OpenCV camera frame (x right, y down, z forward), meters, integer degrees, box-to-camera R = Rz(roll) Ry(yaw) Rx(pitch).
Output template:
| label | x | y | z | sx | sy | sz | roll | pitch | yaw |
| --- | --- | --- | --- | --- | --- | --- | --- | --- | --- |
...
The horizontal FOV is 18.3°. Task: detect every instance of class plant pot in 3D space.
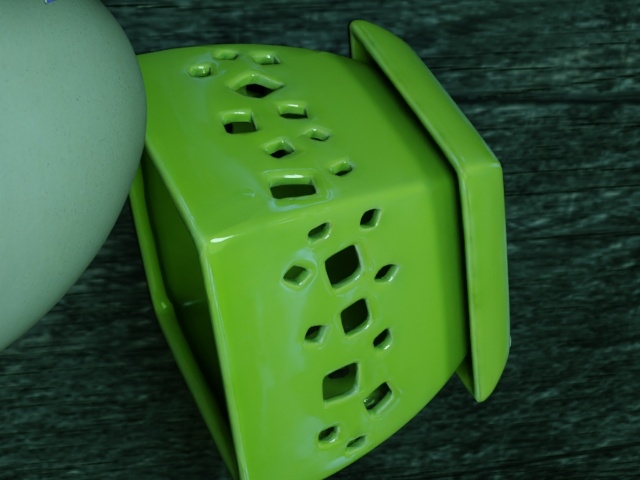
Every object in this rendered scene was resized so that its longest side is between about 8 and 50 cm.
| label | x | y | z | sx | sy | sz | roll | pitch | yaw |
| --- | --- | --- | --- | --- | --- | --- | --- | --- | --- |
| plant pot | 0.000 | 0.000 | 1.294 | 0.207 | 0.227 | 0.228 | -17 | 129 | -13 |
| plant pot | -0.213 | -0.070 | 1.166 | 0.191 | 0.284 | 0.284 | -22 | 138 | -44 |

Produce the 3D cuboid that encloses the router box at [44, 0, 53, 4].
| label | x | y | z | sx | sy | sz | roll | pitch | yaw |
| --- | --- | --- | --- | --- | --- | --- | --- | --- | --- |
| router box | -0.062 | -0.263 | 1.016 | 0.242 | 0.309 | 0.081 | -21 | 129 | -4 |
